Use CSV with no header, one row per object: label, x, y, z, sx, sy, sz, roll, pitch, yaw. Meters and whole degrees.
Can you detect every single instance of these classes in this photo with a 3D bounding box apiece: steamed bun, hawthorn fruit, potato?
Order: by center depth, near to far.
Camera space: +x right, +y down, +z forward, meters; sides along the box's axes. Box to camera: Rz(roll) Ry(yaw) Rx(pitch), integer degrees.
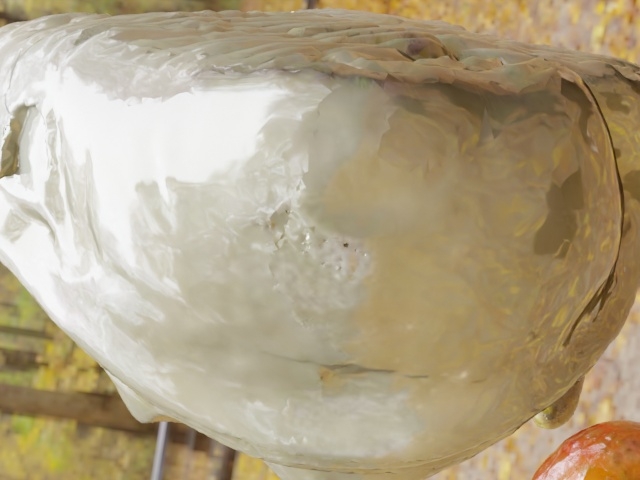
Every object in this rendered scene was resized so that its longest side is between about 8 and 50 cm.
steamed bun,-0.006,0.001,0.678,0.310,0.324,0.219,-13,-71,-55
hawthorn fruit,0.255,0.219,0.898,0.285,0.165,0.165,26,109,52
potato,0.183,0.103,1.089,0.045,0.047,0.092,77,-162,-55
